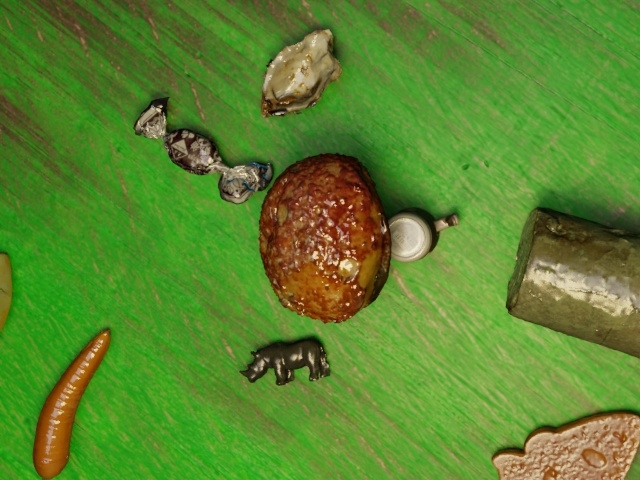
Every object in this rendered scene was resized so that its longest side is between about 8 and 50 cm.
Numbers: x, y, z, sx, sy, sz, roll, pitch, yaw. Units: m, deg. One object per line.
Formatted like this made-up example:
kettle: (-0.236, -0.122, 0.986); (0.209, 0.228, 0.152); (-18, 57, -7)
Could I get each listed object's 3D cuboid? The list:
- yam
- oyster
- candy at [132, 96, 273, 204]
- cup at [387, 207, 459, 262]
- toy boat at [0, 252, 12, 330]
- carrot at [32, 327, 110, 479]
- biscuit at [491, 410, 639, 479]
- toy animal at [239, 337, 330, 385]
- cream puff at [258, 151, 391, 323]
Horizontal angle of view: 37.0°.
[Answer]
yam: (0.381, 0.061, 1.256); (0.268, 0.161, 0.161); (18, 99, 14)
oyster: (-0.031, -0.231, 1.382); (0.148, 0.051, 0.103); (-29, 70, 14)
candy: (-0.178, -0.133, 1.431); (0.226, 0.051, 0.094); (30, 91, 8)
cup: (0.139, -0.005, 1.335); (0.102, 0.099, 0.074); (7, 97, 13)
toy boat: (-0.538, 0.101, 1.534); (0.066, 0.065, 0.172); (31, 99, 29)
carrot: (-0.403, 0.257, 1.518); (0.066, 0.062, 0.271); (24, 98, 44)
biscuit: (0.342, 0.337, 1.347); (0.183, 0.043, 0.280); (43, 99, 3)
toy animal: (-0.057, 0.184, 1.430); (0.136, 0.047, 0.065); (-12, 87, 16)
cream puff: (0.000, 0.000, 1.301); (0.164, 0.240, 0.240); (-10, 93, -29)
